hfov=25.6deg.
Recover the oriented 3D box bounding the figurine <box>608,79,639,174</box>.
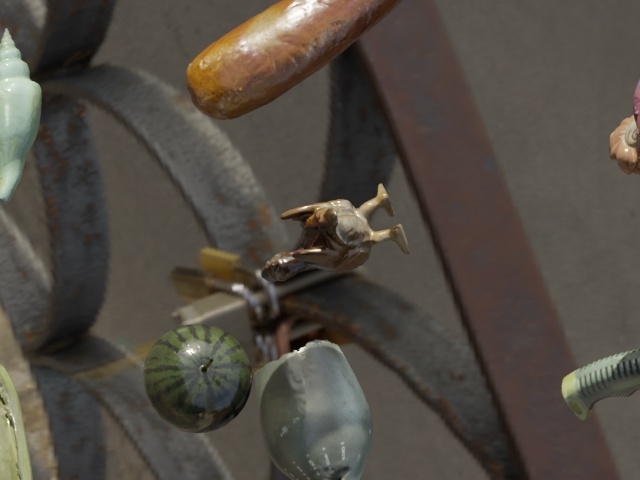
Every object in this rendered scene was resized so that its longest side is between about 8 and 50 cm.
[{"bbox_3d":[0.363,-0.108,1.450,0.114,0.157,0.126,20,64,5],"label":"figurine"}]

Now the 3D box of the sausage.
[{"bbox_3d":[0.000,-0.217,1.367,0.302,0.103,0.076,-40,108,-23],"label":"sausage"}]

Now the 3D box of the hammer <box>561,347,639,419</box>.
[{"bbox_3d":[0.385,0.149,1.640,0.158,0.226,0.041,49,38,-26],"label":"hammer"}]

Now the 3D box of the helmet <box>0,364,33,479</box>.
[{"bbox_3d":[-0.301,0.226,1.070,0.137,0.204,0.257,-6,102,-25],"label":"helmet"}]

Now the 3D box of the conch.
[{"bbox_3d":[-0.304,-0.118,1.352,0.065,0.088,0.180,5,75,-21],"label":"conch"}]

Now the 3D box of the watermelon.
[{"bbox_3d":[-0.115,0.128,1.338,0.105,0.133,0.105,3,72,-9],"label":"watermelon"}]

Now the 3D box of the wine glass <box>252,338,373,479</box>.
[{"bbox_3d":[0.008,0.238,1.530,0.126,0.126,0.241,-5,64,-30],"label":"wine glass"}]

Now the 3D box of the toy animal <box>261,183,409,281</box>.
[{"bbox_3d":[0.000,0.000,1.595,0.179,0.188,0.089,-21,75,10],"label":"toy animal"}]
